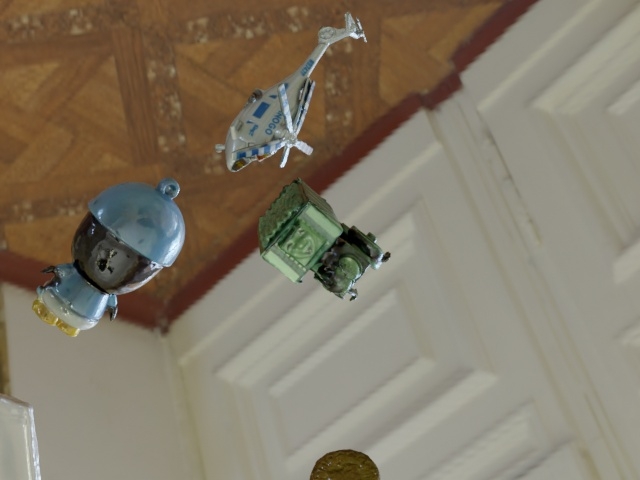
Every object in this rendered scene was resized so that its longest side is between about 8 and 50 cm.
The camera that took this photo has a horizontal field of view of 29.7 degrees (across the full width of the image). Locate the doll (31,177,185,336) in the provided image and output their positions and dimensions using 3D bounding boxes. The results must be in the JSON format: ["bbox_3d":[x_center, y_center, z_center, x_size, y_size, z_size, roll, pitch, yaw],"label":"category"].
[{"bbox_3d":[-0.342,0.018,1.989,0.314,0.141,0.177,-47,128,6],"label":"doll"}]

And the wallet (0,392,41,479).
[{"bbox_3d":[-0.345,0.242,1.286,0.124,0.032,0.183,7,108,28],"label":"wallet"}]

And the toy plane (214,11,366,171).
[{"bbox_3d":[-0.049,-0.212,1.686,0.273,0.107,0.182,-66,155,0],"label":"toy plane"}]

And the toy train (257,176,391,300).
[{"bbox_3d":[0.000,0.000,1.654,0.154,0.269,0.115,41,95,-9],"label":"toy train"}]

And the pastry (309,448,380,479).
[{"bbox_3d":[0.032,0.322,1.577,0.097,0.109,0.057,-36,149,-15],"label":"pastry"}]
